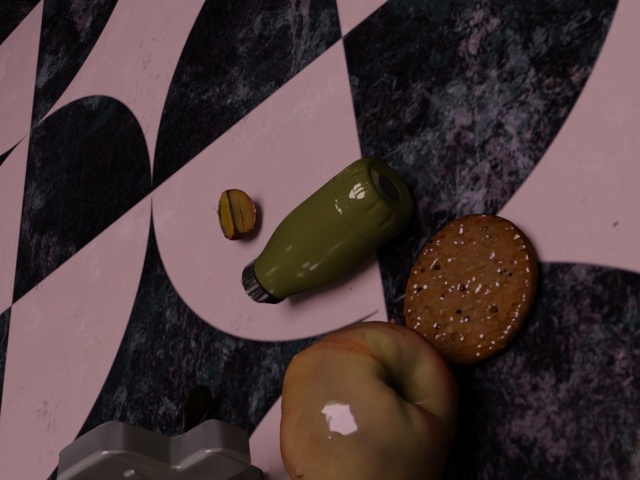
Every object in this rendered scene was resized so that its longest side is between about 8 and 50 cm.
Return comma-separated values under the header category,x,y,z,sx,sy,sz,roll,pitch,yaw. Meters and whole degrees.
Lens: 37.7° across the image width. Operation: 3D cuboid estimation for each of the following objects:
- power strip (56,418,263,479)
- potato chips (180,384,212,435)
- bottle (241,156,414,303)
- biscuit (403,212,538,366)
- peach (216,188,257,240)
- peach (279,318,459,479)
category,x,y,z,sx,sy,sz,roll,pitch,yaw
power strip,-0.172,0.287,1.170,0.193,0.265,0.059,-34,45,29
potato chips,-0.197,0.309,1.332,0.142,0.026,0.209,98,-172,-46
bottle,0.000,0.000,1.258,0.260,0.112,0.112,-37,45,30
biscuit,0.173,0.057,1.097,0.187,0.027,0.188,-25,53,39
peach,-0.128,-0.039,1.474,0.083,0.050,0.077,-136,53,-60
peach,0.040,0.203,1.026,0.232,0.232,0.233,-26,52,38
